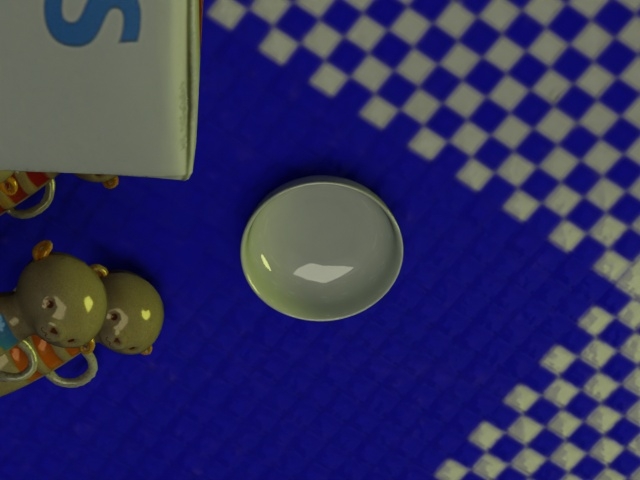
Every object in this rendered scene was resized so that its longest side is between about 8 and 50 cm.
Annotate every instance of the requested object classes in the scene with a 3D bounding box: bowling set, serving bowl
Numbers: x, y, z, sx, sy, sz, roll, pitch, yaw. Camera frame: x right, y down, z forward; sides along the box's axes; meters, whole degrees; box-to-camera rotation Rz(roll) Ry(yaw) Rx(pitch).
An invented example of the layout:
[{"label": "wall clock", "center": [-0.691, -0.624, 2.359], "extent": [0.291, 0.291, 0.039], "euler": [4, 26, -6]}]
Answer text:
[{"label": "bowling set", "center": [-0.161, 0.001, 0.906], "extent": [0.154, 0.200, 0.287], "euler": [-19, 123, 7]}, {"label": "serving bowl", "center": [0.000, 0.000, 1.003], "extent": [0.083, 0.027, 0.083], "euler": [-1, 121, -2]}]

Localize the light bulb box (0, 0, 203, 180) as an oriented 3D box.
[{"label": "light bulb box", "center": [-0.217, -0.205, 0.682], "extent": [0.361, 0.358, 0.225], "euler": [2, 122, -5]}]
